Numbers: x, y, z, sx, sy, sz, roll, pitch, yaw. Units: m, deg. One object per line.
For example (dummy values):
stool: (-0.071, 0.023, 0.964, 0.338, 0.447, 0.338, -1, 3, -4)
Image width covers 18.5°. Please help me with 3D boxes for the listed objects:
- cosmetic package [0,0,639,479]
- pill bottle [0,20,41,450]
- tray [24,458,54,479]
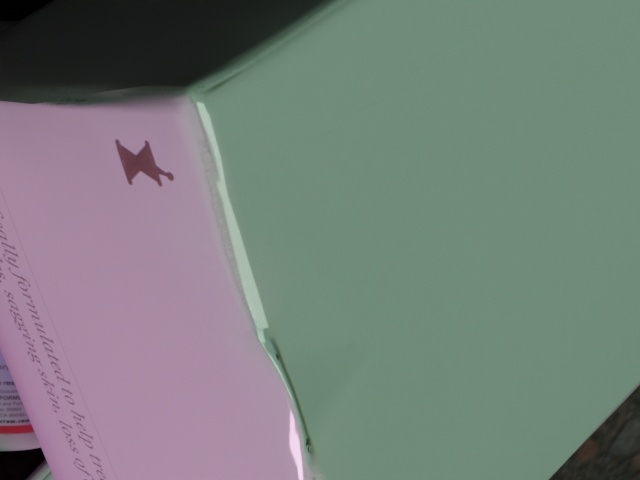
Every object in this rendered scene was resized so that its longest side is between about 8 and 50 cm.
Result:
cosmetic package: (0.052, -0.047, 0.763, 0.385, 0.156, 0.217, -36, 120, -38)
pill bottle: (-0.127, -0.003, 0.793, 0.087, 0.087, 0.160, -11, 118, -34)
tray: (-0.099, 0.136, 0.868, 0.270, 0.030, 0.145, -47, 138, -42)
